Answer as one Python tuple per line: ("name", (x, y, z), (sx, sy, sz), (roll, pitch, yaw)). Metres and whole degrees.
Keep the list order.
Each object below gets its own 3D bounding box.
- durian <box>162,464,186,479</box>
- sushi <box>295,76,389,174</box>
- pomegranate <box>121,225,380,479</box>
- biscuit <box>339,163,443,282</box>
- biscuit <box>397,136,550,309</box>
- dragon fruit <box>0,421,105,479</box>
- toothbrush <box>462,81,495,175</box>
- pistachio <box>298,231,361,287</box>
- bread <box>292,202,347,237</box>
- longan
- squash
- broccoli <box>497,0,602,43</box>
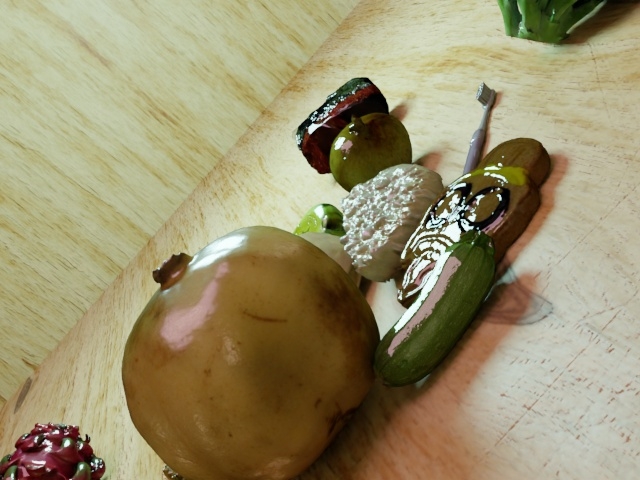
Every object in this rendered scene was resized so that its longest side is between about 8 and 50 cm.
("durian", (-0.198, 0.345, 1.331), (0.224, 0.078, 0.140), (-19, 33, 57))
("sushi", (0.052, -0.255, 1.954), (0.225, 0.136, 0.126), (-39, 27, 16))
("pomegranate", (-0.093, 0.141, 1.112), (0.332, 0.332, 0.332), (-44, 17, 17))
("biscuit", (0.119, -0.041, 1.391), (0.179, 0.084, 0.281), (-39, 21, 17))
("biscuit", (0.195, -0.029, 1.196), (0.290, 0.041, 0.208), (-52, 22, -11))
("dragon fruit", (-0.532, 0.472, 1.738), (0.273, 0.219, 0.198), (-160, 73, -68))
("toothbrush", (0.244, -0.155, 1.412), (0.024, 0.029, 0.354), (-40, 18, 40))
("pistachio", (0.000, 0.049, 1.424), (0.145, 0.117, 0.200), (-42, 18, 5))
("bread", (0.000, 0.000, 1.582), (0.139, 0.071, 0.130), (-65, 25, 19))
("longan", (0.088, -0.159, 1.584), (0.145, 0.176, 0.154), (-2, 47, 18))
("squash", (0.141, 0.084, 1.052), (0.219, 0.077, 0.068), (-56, -17, -10))
("broccoli", (0.370, -0.430, 1.401), (0.261, 0.269, 0.241), (42, 127, 53))
